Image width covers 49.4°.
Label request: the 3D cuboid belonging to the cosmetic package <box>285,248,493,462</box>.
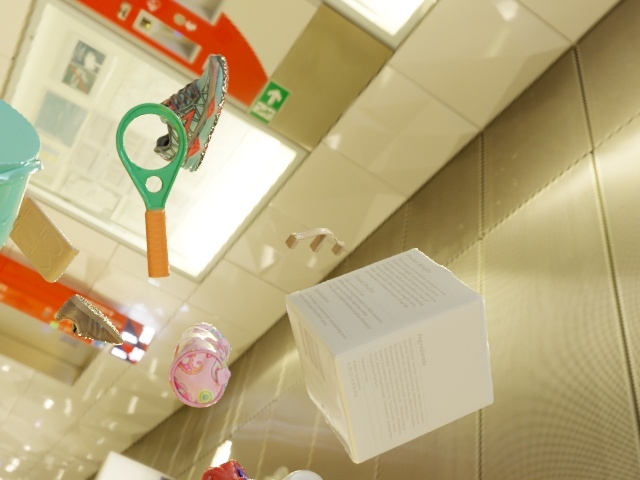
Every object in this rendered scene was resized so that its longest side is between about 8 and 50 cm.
[{"bbox_3d":[0.171,0.272,1.746,0.393,0.328,0.329,-19,-154,-15],"label":"cosmetic package"}]

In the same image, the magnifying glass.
[{"bbox_3d":[-0.221,-0.066,0.925,0.026,0.092,0.231,-168,-106,-67],"label":"magnifying glass"}]

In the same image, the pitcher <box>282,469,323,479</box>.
[{"bbox_3d":[-0.045,0.607,1.469,0.178,0.125,0.207,-112,-149,-53],"label":"pitcher"}]

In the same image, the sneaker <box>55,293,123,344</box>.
[{"bbox_3d":[-0.532,0.196,1.603,0.071,0.188,0.066,-41,-136,-9],"label":"sneaker"}]

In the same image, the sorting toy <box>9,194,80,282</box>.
[{"bbox_3d":[-0.752,-0.005,1.874,0.193,0.208,0.038,-39,-174,39],"label":"sorting toy"}]

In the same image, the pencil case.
[{"bbox_3d":[-0.246,0.252,1.450,0.124,0.124,0.284,-60,-173,-1],"label":"pencil case"}]

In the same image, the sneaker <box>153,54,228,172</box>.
[{"bbox_3d":[-0.266,-0.259,1.401,0.104,0.125,0.262,-98,-150,-57],"label":"sneaker"}]

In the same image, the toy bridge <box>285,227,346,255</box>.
[{"bbox_3d":[0.000,0.000,1.712,0.063,0.188,0.026,-53,-128,24],"label":"toy bridge"}]

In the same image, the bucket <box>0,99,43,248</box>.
[{"bbox_3d":[-0.570,-0.113,1.048,0.183,0.281,0.281,-56,-163,22],"label":"bucket"}]

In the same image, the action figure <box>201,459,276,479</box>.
[{"bbox_3d":[-0.134,0.479,1.243,0.280,0.091,0.139,1,-78,55],"label":"action figure"}]
